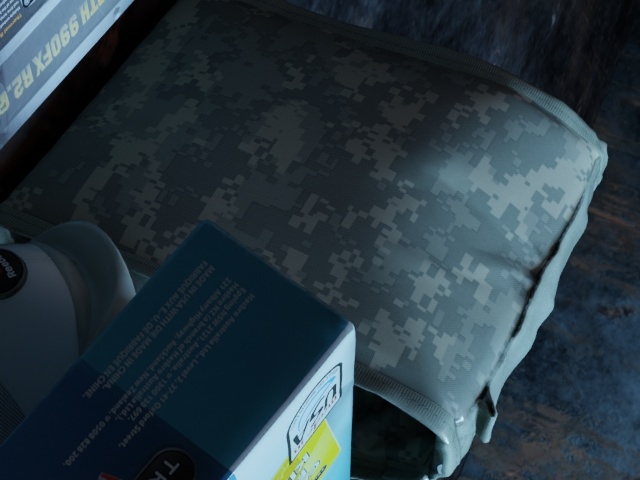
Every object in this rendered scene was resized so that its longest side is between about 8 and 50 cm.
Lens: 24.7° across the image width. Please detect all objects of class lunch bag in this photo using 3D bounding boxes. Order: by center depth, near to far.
[{"bbox_3d":[0.000,0.000,0.847,0.235,0.287,0.169,-57,157,-34],"label":"lunch bag"}]

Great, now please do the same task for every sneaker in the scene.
[{"bbox_3d":[-0.197,0.143,0.759,0.146,0.122,0.330,-14,128,-38],"label":"sneaker"}]

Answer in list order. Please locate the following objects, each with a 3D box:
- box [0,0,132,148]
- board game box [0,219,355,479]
[{"bbox_3d":[-0.127,-0.176,0.669,0.231,0.056,0.183,-56,158,-32],"label":"box"},{"bbox_3d":[-0.089,0.174,0.657,0.254,0.079,0.336,-49,162,-20],"label":"board game box"}]
